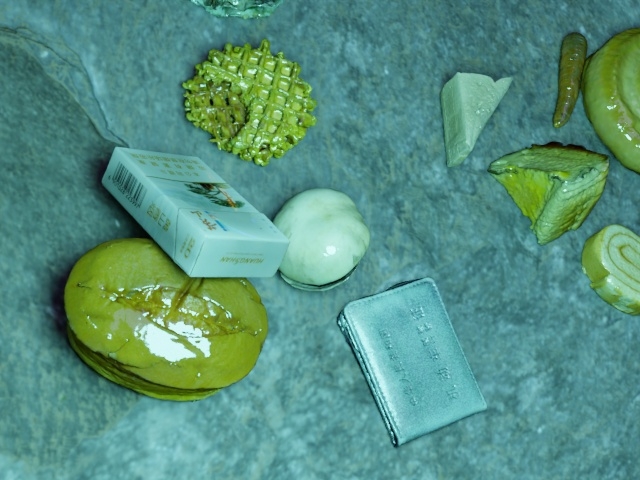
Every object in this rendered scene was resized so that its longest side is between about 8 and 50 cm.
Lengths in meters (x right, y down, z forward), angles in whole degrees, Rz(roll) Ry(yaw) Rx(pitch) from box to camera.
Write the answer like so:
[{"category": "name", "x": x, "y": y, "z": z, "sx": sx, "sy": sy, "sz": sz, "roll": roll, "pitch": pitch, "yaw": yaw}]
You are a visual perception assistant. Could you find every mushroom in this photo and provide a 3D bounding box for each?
[{"category": "mushroom", "x": 0.000, "y": 0.000, "z": 1.576, "sx": 0.154, "sy": 0.122, "sz": 0.154, "roll": -10, "pitch": 53, "yaw": 14}]

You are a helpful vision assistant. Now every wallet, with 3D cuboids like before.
[{"category": "wallet", "x": 0.133, "y": 0.170, "z": 1.591, "sx": 0.167, "sy": 0.036, "sz": 0.222, "roll": -16, "pitch": 75, "yaw": -25}]

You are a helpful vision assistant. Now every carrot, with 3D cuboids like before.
[{"category": "carrot", "x": 0.429, "y": -0.275, "z": 1.892, "sx": 0.047, "sy": 0.047, "sz": 0.191, "roll": 18, "pitch": 69, "yaw": -12}]

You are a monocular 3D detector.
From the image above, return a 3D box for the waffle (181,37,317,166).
[{"category": "waffle", "x": -0.104, "y": -0.210, "z": 1.649, "sx": 0.193, "sy": 0.070, "sz": 0.197, "roll": 42, "pitch": 60, "yaw": 0}]

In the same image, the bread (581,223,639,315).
[{"category": "bread", "x": 0.491, "y": 0.049, "z": 1.754, "sx": 0.149, "sy": 0.073, "sz": 0.122, "roll": 35, "pitch": 63, "yaw": -3}]

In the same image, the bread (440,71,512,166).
[{"category": "bread", "x": 0.257, "y": -0.192, "z": 1.770, "sx": 0.105, "sy": 0.077, "sz": 0.152, "roll": 4, "pitch": 68, "yaw": -17}]

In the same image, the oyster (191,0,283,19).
[{"category": "oyster", "x": -0.163, "y": -0.461, "z": 1.714, "sx": 0.268, "sy": 0.112, "sz": 0.198, "roll": 32, "pitch": 61, "yaw": -1}]

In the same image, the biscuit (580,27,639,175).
[{"category": "biscuit", "x": 0.595, "y": -0.242, "z": 1.905, "sx": 0.296, "sy": 0.102, "sz": 0.296, "roll": 9, "pitch": 63, "yaw": -17}]

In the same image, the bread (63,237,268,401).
[{"category": "bread", "x": -0.205, "y": 0.104, "z": 1.437, "sx": 0.270, "sy": 0.142, "sz": 0.195, "roll": 19, "pitch": 61, "yaw": -11}]

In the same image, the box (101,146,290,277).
[{"category": "box", "x": -0.169, "y": -0.037, "z": 1.465, "sx": 0.149, "sy": 0.067, "sz": 0.233, "roll": 0, "pitch": 33, "yaw": -46}]

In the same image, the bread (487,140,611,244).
[{"category": "bread", "x": 0.364, "y": -0.109, "z": 1.745, "sx": 0.140, "sy": 0.169, "sz": 0.160, "roll": -25, "pitch": 64, "yaw": -26}]
